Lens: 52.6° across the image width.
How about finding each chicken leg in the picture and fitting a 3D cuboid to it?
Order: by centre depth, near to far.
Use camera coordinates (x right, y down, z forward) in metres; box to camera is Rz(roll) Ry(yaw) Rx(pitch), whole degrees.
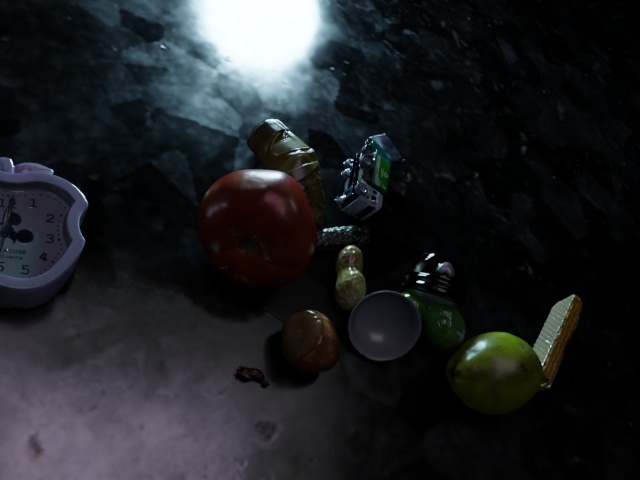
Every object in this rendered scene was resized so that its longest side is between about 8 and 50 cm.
[{"bbox_3d":[-0.152,0.307,1.483,0.083,0.021,0.036,25,41,-19],"label":"chicken leg"}]

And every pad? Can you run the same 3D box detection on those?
[{"bbox_3d":[-0.014,0.179,1.654,0.243,0.004,0.164,36,49,-5],"label":"pad"}]

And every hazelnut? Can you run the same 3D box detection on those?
[{"bbox_3d":[-0.015,0.237,1.533,0.150,0.150,0.150,14,54,-21],"label":"hazelnut"}]

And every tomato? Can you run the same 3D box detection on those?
[{"bbox_3d":[-0.141,-0.040,1.556,0.298,0.299,0.226,37,33,-3],"label":"tomato"}]

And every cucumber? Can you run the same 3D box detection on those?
[{"bbox_3d":[0.000,0.000,1.741,0.293,0.067,0.068,-6,63,-31],"label":"cucumber"}]

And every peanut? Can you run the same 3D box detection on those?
[{"bbox_3d":[0.078,0.095,1.704,0.089,0.089,0.193,13,52,-22],"label":"peanut"}]

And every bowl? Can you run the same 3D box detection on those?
[{"bbox_3d":[0.159,0.206,1.661,0.189,0.189,0.086,29,10,-10],"label":"bowl"}]

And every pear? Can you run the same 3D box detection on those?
[{"bbox_3d":[0.456,0.343,1.682,0.269,0.212,0.213,3,59,-20],"label":"pear"}]

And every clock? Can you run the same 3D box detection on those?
[{"bbox_3d":[-0.664,-0.020,1.355,0.338,0.102,0.339,15,53,-21],"label":"clock"}]

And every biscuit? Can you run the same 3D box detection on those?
[{"bbox_3d":[0.686,0.298,1.916,0.054,0.094,0.379,46,50,-3],"label":"biscuit"}]

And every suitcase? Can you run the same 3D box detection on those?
[{"bbox_3d":[0.197,-0.273,2.029,0.086,0.059,0.126,-17,70,-38],"label":"suitcase"}]

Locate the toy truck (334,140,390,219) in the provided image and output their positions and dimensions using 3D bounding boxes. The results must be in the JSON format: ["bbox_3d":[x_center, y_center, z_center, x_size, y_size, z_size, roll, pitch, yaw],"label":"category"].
[{"bbox_3d":[0.131,-0.181,1.904,0.124,0.114,0.254,29,50,-24],"label":"toy truck"}]

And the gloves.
[{"bbox_3d":[-0.075,-0.180,1.763,0.154,0.141,0.331,-24,74,-39],"label":"gloves"}]

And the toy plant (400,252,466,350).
[{"bbox_3d":[0.307,0.166,1.752,0.217,0.175,0.235,21,80,-8],"label":"toy plant"}]
